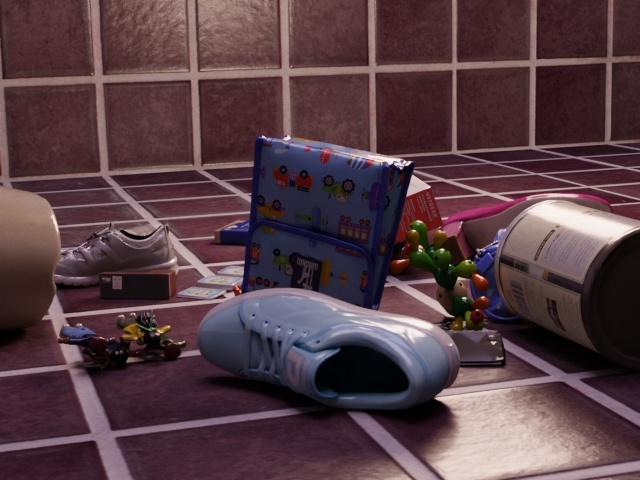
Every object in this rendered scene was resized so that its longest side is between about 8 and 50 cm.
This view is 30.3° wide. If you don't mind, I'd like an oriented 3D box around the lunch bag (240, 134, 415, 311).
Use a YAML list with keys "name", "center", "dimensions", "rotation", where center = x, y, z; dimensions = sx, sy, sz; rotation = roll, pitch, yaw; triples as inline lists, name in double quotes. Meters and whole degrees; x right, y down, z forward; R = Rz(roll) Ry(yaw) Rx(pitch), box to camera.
- name: "lunch bag"
  center: [0.000, 0.000, 1.836]
  dimensions: [0.221, 0.293, 0.138]
  rotation: [13, 10, 19]

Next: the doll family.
- name: "doll family"
  center: [-0.286, 0.146, 1.707]
  dimensions: [0.193, 0.076, 0.111]
  rotation: [-14, 20, -30]

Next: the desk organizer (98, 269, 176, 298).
- name: "desk organizer"
  center: [-0.328, 0.078, 2.123]
  dimensions: [0.130, 0.047, 0.050]
  rotation: [0, 9, 9]

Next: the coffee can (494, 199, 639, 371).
- name: "coffee can"
  center: [0.403, 0.056, 1.715]
  dimensions: [0.201, 0.202, 0.275]
  rotation: [-5, 11, -18]

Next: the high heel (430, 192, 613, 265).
- name: "high heel"
  center: [0.395, -0.041, 2.289]
  dimensions: [0.377, 0.127, 0.181]
  rotation: [-10, 15, 29]

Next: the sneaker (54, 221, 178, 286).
- name: "sneaker"
  center: [-0.414, 0.020, 2.250]
  dimensions: [0.281, 0.115, 0.105]
  rotation: [-4, 11, -12]

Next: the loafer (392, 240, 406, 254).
- name: "loafer"
  center: [0.116, 0.001, 2.433]
  dimensions: [0.061, 0.062, 0.170]
  rotation: [1, 9, 39]

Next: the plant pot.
- name: "plant pot"
  center: [-0.588, 0.026, 1.836]
  dimensions: [0.305, 0.334, 0.334]
  rotation: [5, 4, -38]

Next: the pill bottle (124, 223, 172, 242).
- name: "pill bottle"
  center: [-0.367, 0.009, 2.403]
  dimensions: [0.078, 0.078, 0.137]
  rotation: [4, 13, 28]

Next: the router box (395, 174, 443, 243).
- name: "router box"
  center: [0.062, -0.041, 2.363]
  dimensions: [0.301, 0.082, 0.335]
  rotation: [-21, 12, -2]

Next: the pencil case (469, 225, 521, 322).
- name: "pencil case"
  center: [0.329, 0.044, 1.993]
  dimensions: [0.119, 0.133, 0.306]
  rotation: [-41, -4, 20]

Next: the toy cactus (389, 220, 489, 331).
- name: "toy cactus"
  center: [0.195, 0.075, 1.853]
  dimensions: [0.112, 0.180, 0.219]
  rotation: [-37, 59, -7]

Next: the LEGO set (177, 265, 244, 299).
- name: "LEGO set"
  center: [-0.111, 0.067, 2.127]
  dimensions: [0.244, 0.060, 0.182]
  rotation: [5, 16, 29]

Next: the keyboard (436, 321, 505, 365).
- name: "keyboard"
  center: [0.169, 0.159, 1.703]
  dimensions: [0.192, 0.038, 0.100]
  rotation: [1, 34, 6]

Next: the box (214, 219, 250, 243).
- name: "box"
  center: [-0.107, -0.017, 2.624]
  dimensions: [0.225, 0.037, 0.136]
  rotation: [3, 12, 17]

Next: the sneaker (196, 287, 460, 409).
- name: "sneaker"
  center: [-0.014, 0.141, 1.515]
  dimensions: [0.365, 0.135, 0.150]
  rotation: [2, 8, 23]
